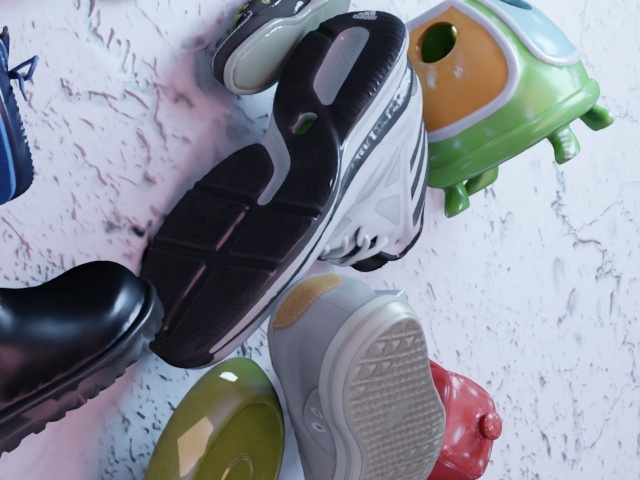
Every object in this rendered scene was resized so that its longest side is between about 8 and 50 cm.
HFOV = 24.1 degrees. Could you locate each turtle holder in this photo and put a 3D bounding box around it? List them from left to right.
[{"bbox_3d":[0.215,-0.194,1.805,0.320,0.243,0.227,-33,95,-40],"label":"turtle holder"}]

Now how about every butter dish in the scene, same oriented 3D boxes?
[{"bbox_3d":[0.159,0.220,1.776,0.160,0.118,0.160,36,58,-46],"label":"butter dish"}]

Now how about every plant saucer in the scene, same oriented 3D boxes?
[{"bbox_3d":[-0.095,0.230,1.430,0.241,0.037,0.241,-45,144,-47],"label":"plant saucer"}]

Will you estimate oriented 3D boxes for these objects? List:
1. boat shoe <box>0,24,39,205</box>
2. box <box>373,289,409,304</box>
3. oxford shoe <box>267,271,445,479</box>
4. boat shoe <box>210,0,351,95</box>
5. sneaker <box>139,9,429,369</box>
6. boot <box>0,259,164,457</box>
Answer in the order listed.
[{"bbox_3d":[-0.287,-0.159,1.244,0.089,0.109,0.258,-38,118,-52],"label":"boat shoe"},{"bbox_3d":[0.044,0.116,1.650,0.087,0.101,0.102,-41,119,-48],"label":"box"},{"bbox_3d":[0.033,0.175,1.529,0.169,0.130,0.449,-43,151,-22],"label":"oxford shoe"},{"bbox_3d":[-0.053,-0.223,1.595,0.228,0.069,0.081,-41,150,-45],"label":"boat shoe"},{"bbox_3d":[0.001,0.000,1.555,0.447,0.169,0.257,-57,140,-27],"label":"sneaker"},{"bbox_3d":[-0.283,0.028,1.202,0.348,0.131,0.260,-38,115,-48],"label":"boot"}]
